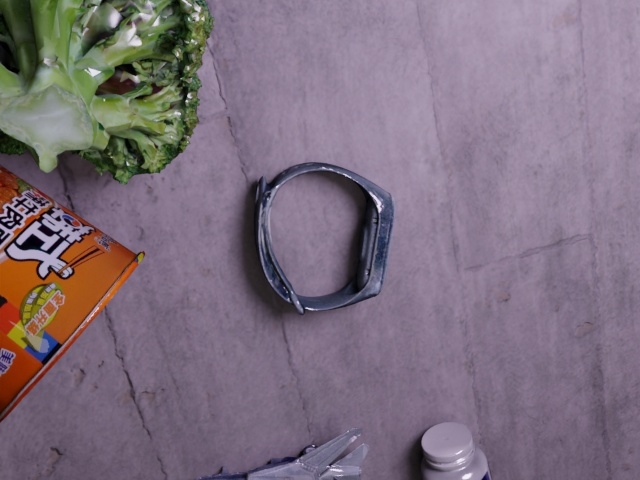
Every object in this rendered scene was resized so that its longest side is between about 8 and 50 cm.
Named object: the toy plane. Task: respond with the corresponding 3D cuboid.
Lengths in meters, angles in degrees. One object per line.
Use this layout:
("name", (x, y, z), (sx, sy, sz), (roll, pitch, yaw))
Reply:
("toy plane", (-0.065, 0.362, 0.990), (0.267, 0.088, 0.213), (7, 105, -7))

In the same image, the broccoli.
("broccoli", (-0.254, -0.181, 0.675), (0.307, 0.275, 0.308), (-10, 136, -10))

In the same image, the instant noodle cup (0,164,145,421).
("instant noodle cup", (-0.353, 0.047, 0.743), (0.192, 0.250, 0.250), (42, 94, -12))

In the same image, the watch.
("watch", (0.000, 0.000, 0.895), (0.192, 0.068, 0.207), (7, 102, -12))

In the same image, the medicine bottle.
("medicine bottle", (0.220, 0.390, 1.049), (0.106, 0.107, 0.192), (-20, 111, -6))
